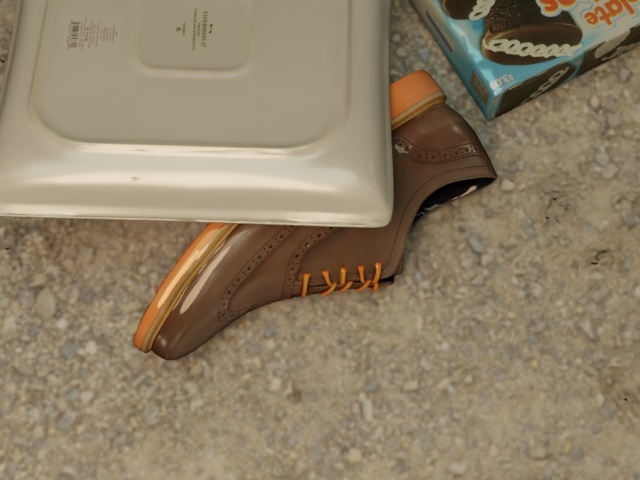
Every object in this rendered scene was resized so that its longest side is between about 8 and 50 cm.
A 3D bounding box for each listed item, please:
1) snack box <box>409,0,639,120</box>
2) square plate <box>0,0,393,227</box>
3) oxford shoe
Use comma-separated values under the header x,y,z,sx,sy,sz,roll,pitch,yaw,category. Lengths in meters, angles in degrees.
x,y,z,sx,sy,sz,roll,pitch,yaw,category
0.253,-0.266,1.472,0.322,0.060,0.187,-27,71,-12,snack box
-0.107,-0.165,1.321,0.344,0.049,0.347,2,54,0,square plate
0.000,0.000,1.325,0.363,0.130,0.133,-39,80,-15,oxford shoe
